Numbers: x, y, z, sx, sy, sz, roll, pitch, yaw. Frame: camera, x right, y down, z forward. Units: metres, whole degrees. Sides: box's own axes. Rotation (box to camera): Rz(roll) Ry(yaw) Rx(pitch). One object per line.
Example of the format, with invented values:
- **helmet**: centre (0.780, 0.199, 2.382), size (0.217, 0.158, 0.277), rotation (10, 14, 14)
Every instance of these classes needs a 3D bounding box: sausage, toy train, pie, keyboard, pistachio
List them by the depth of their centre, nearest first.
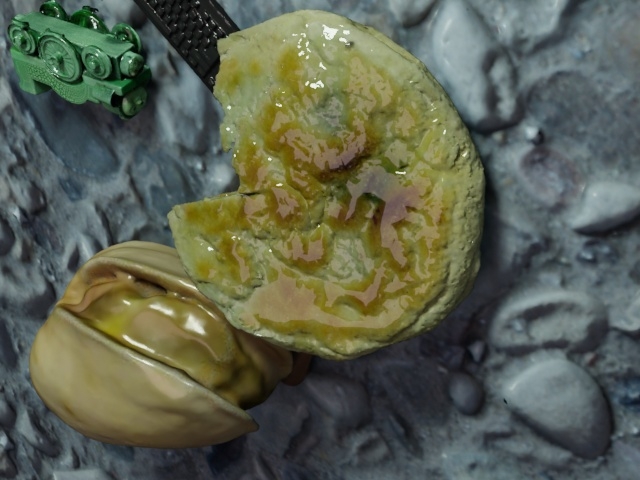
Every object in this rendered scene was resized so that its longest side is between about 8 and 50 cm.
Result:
- **pie**: centre (0.007, -0.044, 1.008), size (0.337, 0.075, 0.338), rotation (6, 108, 20)
- **keyboard**: centre (-0.122, -0.212, 1.079), size (0.250, 0.017, 0.087), rotation (50, 136, 0)
- **sausage**: centre (-0.013, 0.106, 1.158), size (0.043, 0.043, 0.186), rotation (41, 146, 8)
- **toy train**: centre (-0.257, -0.189, 1.159), size (0.178, 0.071, 0.105), rotation (22, 136, 26)
- **pistachio**: centre (-0.181, 0.117, 1.184), size (0.321, 0.229, 0.238), rotation (9, 156, 42)
